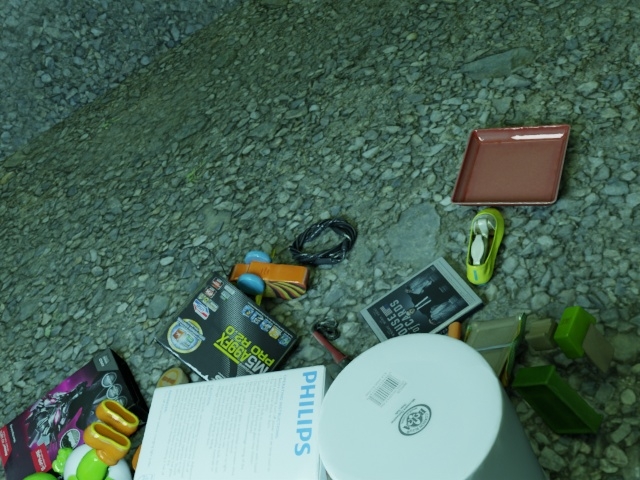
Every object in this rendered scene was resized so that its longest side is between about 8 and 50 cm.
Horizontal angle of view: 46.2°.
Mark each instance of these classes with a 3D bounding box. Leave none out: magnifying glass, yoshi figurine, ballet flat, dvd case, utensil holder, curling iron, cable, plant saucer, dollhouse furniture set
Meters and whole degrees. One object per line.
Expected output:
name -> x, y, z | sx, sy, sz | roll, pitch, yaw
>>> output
magnifying glass -> 0.273, 0.254, 1.564 | 0.092, 0.026, 0.231 | -35, 19, 32
yoshi figurine -> -0.567, 0.524, 1.672 | 0.203, 0.204, 0.362 | 44, 108, 38
ballet flat -> 0.381, -0.004, 1.753 | 0.077, 0.077, 0.231 | -3, 51, 28
dvd case -> 0.230, 0.158, 1.730 | 0.239, 0.029, 0.179 | -34, 43, -2
utensil holder -> 0.204, 0.390, 1.266 | 0.328, 0.385, 0.327 | -16, 42, 15
curling iron -> 0.058, 0.265, 1.726 | 0.068, 0.035, 0.274 | -37, 44, -4
cable -> 0.000, 0.000, 1.984 | 0.185, 0.047, 0.150 | -4, 51, 27
plant saucer -> 0.479, -0.177, 1.874 | 0.259, 0.047, 0.259 | 1, 52, 30
dollhouse furniture set -> 0.416, 0.264, 1.508 | 0.301, 0.151, 0.197 | -21, 29, 54

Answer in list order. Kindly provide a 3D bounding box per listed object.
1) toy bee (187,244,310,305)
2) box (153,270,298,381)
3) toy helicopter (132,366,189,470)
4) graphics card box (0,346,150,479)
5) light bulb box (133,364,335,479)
toy bee -> -0.174, 0.096, 1.946 | 0.298, 0.162, 0.195 | 29, 58, 17
box -> -0.221, 0.236, 1.786 | 0.270, 0.060, 0.216 | 38, 71, 7
toy helicopter -> -0.314, 0.404, 1.749 | 0.235, 0.140, 0.355 | -38, 32, 2
graphics card box -> -0.624, 0.468, 1.886 | 0.371, 0.094, 0.233 | -36, 44, -5
light bulb box -> -0.096, 0.433, 1.433 | 0.361, 0.358, 0.225 | -11, 50, 19
